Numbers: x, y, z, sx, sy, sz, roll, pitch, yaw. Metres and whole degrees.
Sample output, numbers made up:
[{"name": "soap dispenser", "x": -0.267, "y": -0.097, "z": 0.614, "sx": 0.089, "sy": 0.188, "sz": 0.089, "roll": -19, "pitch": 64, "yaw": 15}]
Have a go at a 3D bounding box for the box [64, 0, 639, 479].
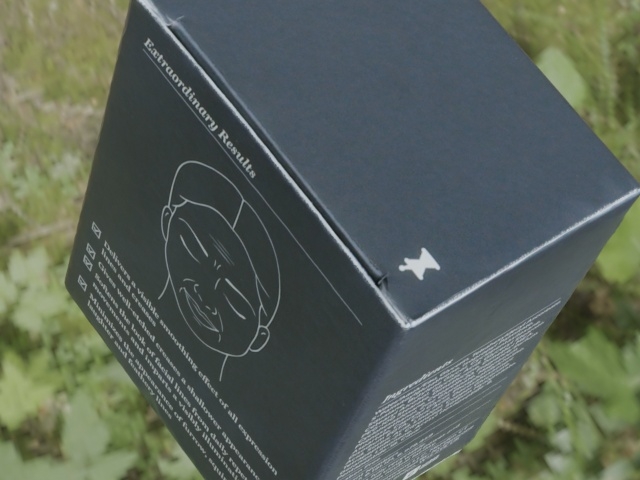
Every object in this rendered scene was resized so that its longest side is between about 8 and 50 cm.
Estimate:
[{"name": "box", "x": 0.000, "y": 0.000, "z": 1.398, "sx": 0.212, "sy": 0.293, "sz": 0.395, "roll": -29, "pitch": 161, "yaw": -28}]
